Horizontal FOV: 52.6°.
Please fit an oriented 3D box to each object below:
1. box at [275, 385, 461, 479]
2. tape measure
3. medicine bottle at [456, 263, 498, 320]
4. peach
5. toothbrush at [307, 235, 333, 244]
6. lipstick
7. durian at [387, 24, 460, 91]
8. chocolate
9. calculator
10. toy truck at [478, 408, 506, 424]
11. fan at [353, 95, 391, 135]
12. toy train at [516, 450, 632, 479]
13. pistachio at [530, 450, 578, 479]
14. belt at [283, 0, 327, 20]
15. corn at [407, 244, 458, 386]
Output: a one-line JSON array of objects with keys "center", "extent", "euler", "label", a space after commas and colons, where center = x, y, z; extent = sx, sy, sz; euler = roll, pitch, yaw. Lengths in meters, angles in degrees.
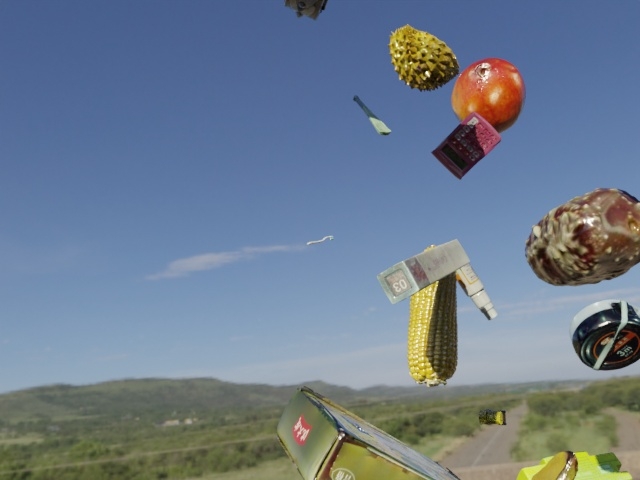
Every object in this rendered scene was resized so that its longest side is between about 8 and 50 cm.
[{"center": [0.134, 0.503, 1.403], "extent": [0.420, 0.138, 0.373], "euler": [31, -6, -13], "label": "box"}, {"center": [0.691, 0.223, 1.541], "extent": [0.181, 0.107, 0.182], "euler": [30, -59, -17], "label": "tape measure"}, {"center": [0.466, 0.145, 1.998], "extent": [0.061, 0.221, 0.092], "euler": [-32, -5, -6], "label": "medicine bottle"}, {"center": [0.593, -0.512, 2.311], "extent": [0.281, 0.238, 0.281], "euler": [21, -35, 15], "label": "peach"}, {"center": [0.000, 0.000, 1.925], "extent": [0.011, 0.013, 0.131], "euler": [-26, -7, 36], "label": "toothbrush"}, {"center": [0.254, 0.066, 1.533], "extent": [0.080, 0.076, 0.371], "euler": [-34, -10, 30], "label": "lipstick"}, {"center": [0.277, -0.477, 1.708], "extent": [0.165, 0.132, 0.182], "euler": [-12, -55, 22], "label": "durian"}, {"center": [0.657, 0.003, 1.658], "extent": [0.210, 0.225, 0.340], "euler": [-11, -16, -21], "label": "chocolate"}, {"center": [0.444, -0.287, 1.966], "extent": [0.190, 0.126, 0.034], "euler": [-45, 0, 30], "label": "calculator"}, {"center": [0.548, 0.566, 2.072], "extent": [0.083, 0.049, 0.054], "euler": [-9, -16, 39], "label": "toy truck"}, {"center": [0.137, -0.343, 1.774], "extent": [0.038, 0.193, 0.016], "euler": [-6, -46, -26], "label": "fan"}, {"center": [0.888, 0.870, 2.220], "extent": [0.442, 0.272, 0.179], "euler": [-5, -58, -13], "label": "toy train"}, {"center": [0.597, 0.611, 1.648], "extent": [0.173, 0.049, 0.089], "euler": [-51, 9, 15], "label": "pistachio"}, {"center": [-0.027, -0.612, 1.507], "extent": [0.128, 0.122, 0.218], "euler": [24, -16, -6], "label": "belt"}, {"center": [0.310, 0.209, 1.790], "extent": [0.144, 0.387, 0.144], "euler": [3, -20, 1], "label": "corn"}]
